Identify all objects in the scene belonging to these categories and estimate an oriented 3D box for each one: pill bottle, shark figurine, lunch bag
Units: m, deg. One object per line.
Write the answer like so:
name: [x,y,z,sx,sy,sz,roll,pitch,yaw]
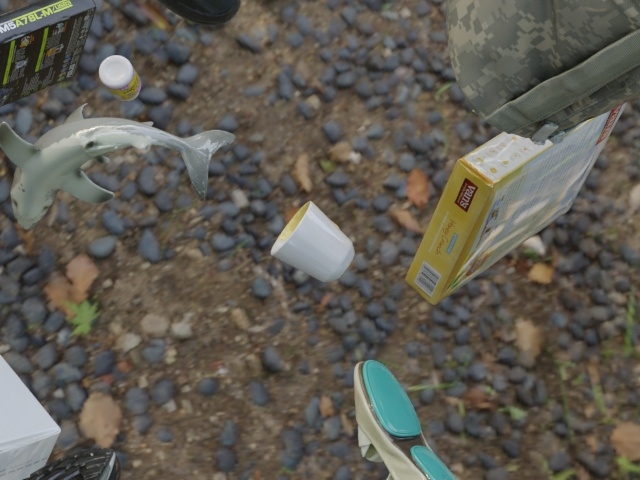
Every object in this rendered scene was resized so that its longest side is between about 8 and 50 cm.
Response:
pill bottle: [-0.255,-0.206,1.561,0.043,0.083,0.043,0,81,3]
shark figurine: [-0.254,-0.119,1.408,0.116,0.278,0.166,-88,160,-48]
lunch bag: [0.223,-0.220,0.858,0.212,0.305,0.256,26,72,-15]

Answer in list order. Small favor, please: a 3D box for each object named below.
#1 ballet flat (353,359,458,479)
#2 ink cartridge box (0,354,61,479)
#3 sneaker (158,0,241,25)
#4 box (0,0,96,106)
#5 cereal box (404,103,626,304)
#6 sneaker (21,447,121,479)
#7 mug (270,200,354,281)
ballet flat: [0.090,0.251,1.415,0.086,0.086,0.248,-8,46,-28]
ink cartridge box: [-0.441,0.263,1.424,0.198,0.273,0.115,44,30,25]
sneaker: [-0.217,-0.432,1.685,0.125,0.139,0.341,-42,121,-7]
box: [-0.403,-0.250,1.639,0.184,0.191,0.045,-27,79,-28]
cereal box: [0.195,-0.052,1.190,0.047,0.173,0.240,41,48,21]
sneaker: [-0.232,0.302,1.029,0.124,0.107,0.283,65,26,-24]
mug: [0.000,0.001,1.141,0.064,0.062,0.078,36,61,-9]
